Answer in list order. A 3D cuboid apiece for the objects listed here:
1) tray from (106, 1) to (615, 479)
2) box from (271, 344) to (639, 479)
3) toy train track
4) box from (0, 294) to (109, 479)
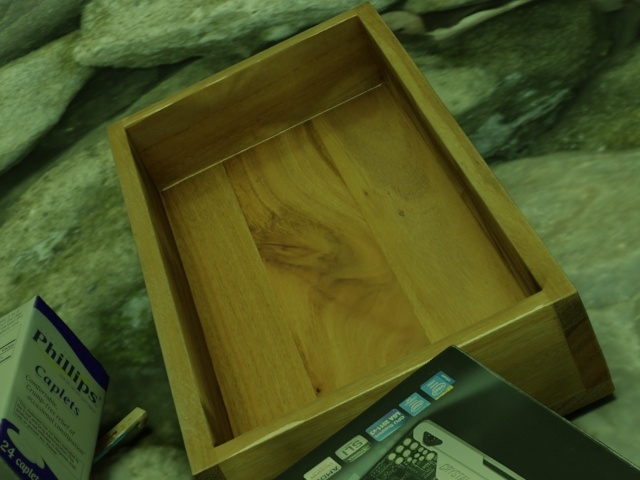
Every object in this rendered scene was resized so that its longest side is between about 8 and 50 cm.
[{"bbox_3d":[0.000,0.000,0.980,0.202,0.076,0.411,-26,30,1],"label":"tray"},{"bbox_3d":[0.013,0.197,0.663,0.307,0.077,0.242,-34,32,-15],"label":"box"},{"bbox_3d":[-0.128,0.126,0.937,0.083,0.014,0.048,-42,34,-25],"label":"toy train track"},{"bbox_3d":[-0.190,0.119,0.914,0.126,0.072,0.137,-30,29,20],"label":"box"}]
